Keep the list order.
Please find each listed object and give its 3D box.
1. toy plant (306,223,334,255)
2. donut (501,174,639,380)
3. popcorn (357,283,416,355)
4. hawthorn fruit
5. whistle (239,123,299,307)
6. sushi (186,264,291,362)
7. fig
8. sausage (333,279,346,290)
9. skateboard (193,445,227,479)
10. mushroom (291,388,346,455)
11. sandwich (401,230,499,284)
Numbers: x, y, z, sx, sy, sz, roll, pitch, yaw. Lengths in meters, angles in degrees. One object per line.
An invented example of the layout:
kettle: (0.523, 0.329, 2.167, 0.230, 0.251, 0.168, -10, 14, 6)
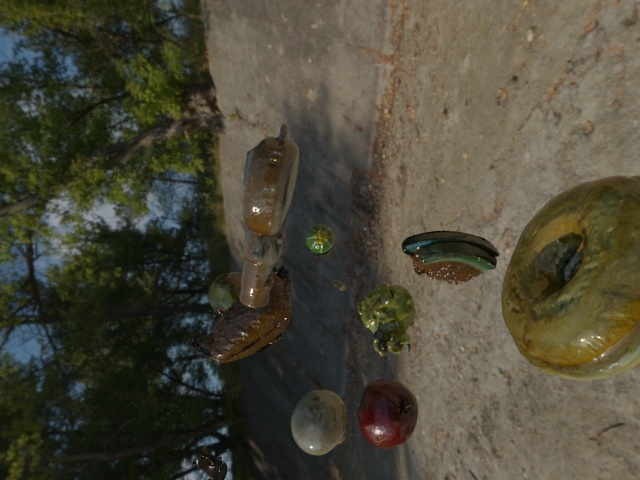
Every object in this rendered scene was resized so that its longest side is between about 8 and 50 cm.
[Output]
toy plant: (0.000, 0.000, 1.265, 0.162, 0.092, 0.093, 105, 161, -80)
donut: (0.553, 0.071, 0.838, 0.449, 0.198, 0.449, -156, 90, -83)
popcorn: (0.213, 0.231, 1.203, 0.195, 0.168, 0.173, 66, -172, 27)
hawthorn fruit: (0.243, 0.591, 1.397, 0.230, 0.210, 0.266, -51, -9, -33)
whistle: (-0.064, -0.023, 0.461, 0.107, 0.057, 0.220, -80, 2, -66)
sushi: (-0.165, 0.191, 0.966, 0.140, 0.287, 0.149, 52, -174, 35)
fig: (-0.242, 0.133, 1.284, 0.259, 0.151, 0.151, -53, -23, -43)
sausage: (0.060, 0.144, 1.309, 0.132, 0.024, 0.024, -170, 77, -80)
skateboard: (-0.291, 0.613, 1.097, 0.067, 0.080, 0.152, -62, -32, -42)
mushroom: (0.013, 0.620, 1.361, 0.215, 0.207, 0.207, 46, -164, -32)
sandwich: (0.320, 0.050, 1.031, 0.079, 0.234, 0.159, -84, 15, -51)
